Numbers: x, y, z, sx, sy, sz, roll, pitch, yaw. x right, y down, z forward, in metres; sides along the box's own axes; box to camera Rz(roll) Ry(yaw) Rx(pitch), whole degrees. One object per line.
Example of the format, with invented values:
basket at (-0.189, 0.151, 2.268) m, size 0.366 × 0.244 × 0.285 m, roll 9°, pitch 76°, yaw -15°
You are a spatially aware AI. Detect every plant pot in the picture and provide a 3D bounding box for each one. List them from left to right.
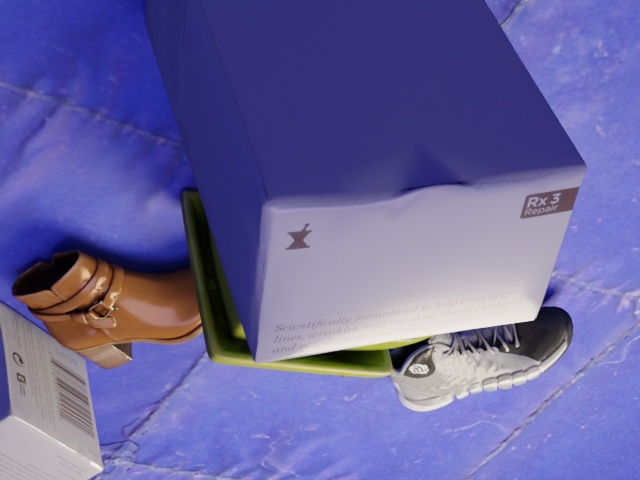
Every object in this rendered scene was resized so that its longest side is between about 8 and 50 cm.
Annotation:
plant pot at (0.000, 0.000, 1.190) m, size 0.227 × 0.228 × 0.207 m, roll 8°, pitch 139°, yaw -30°

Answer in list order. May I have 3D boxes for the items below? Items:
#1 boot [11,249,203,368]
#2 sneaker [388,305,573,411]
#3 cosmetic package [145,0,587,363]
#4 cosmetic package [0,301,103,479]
boot at (-0.194, 0.048, 1.282) m, size 0.197 × 0.073 × 0.152 m, roll -32°, pitch 135°, yaw 11°
sneaker at (0.177, 0.119, 1.496) m, size 0.228 × 0.086 × 0.132 m, roll -26°, pitch 137°, yaw 10°
cosmetic package at (0.009, -0.113, 0.930) m, size 0.217 × 0.385 × 0.156 m, roll -6°, pitch 138°, yaw -14°
cosmetic package at (-0.348, 0.190, 1.317) m, size 0.183 × 0.151 × 0.151 m, roll -31°, pitch 138°, yaw 12°
